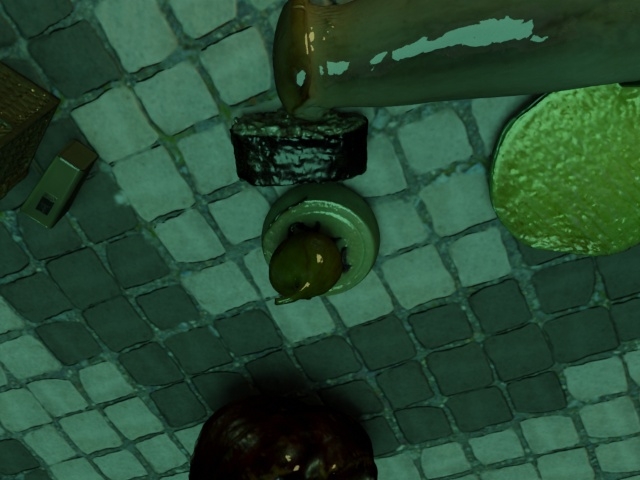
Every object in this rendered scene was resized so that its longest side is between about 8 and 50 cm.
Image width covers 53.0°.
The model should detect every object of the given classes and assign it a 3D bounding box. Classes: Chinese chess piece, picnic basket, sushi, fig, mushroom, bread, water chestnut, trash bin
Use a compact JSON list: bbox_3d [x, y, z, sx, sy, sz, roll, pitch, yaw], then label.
[{"bbox_3d":[0.000,0.000,0.778,0.144,0.058,0.144,2,120,4],"label":"Chinese chess piece"},{"bbox_3d":[-0.398,-0.094,0.677,0.134,0.196,0.154,33,118,-15],"label":"picnic basket"},{"bbox_3d":[-0.023,-0.104,0.702,0.151,0.090,0.078,1,116,7],"label":"sushi"},{"bbox_3d":[-0.016,0.036,0.711,0.084,0.098,0.081,-6,120,-4],"label":"fig"},{"bbox_3d":[0.154,-0.207,0.604,0.408,0.137,0.154,-7,130,3],"label":"mushroom"},{"bbox_3d":[0.301,-0.081,0.720,0.229,0.033,0.228,1,120,2],"label":"bread"},{"bbox_3d":[-0.055,0.353,0.885,0.290,0.244,0.288,3,119,6],"label":"water chestnut"},{"bbox_3d":[-0.309,-0.069,0.764,0.043,0.061,0.092,34,115,-14],"label":"trash bin"}]
